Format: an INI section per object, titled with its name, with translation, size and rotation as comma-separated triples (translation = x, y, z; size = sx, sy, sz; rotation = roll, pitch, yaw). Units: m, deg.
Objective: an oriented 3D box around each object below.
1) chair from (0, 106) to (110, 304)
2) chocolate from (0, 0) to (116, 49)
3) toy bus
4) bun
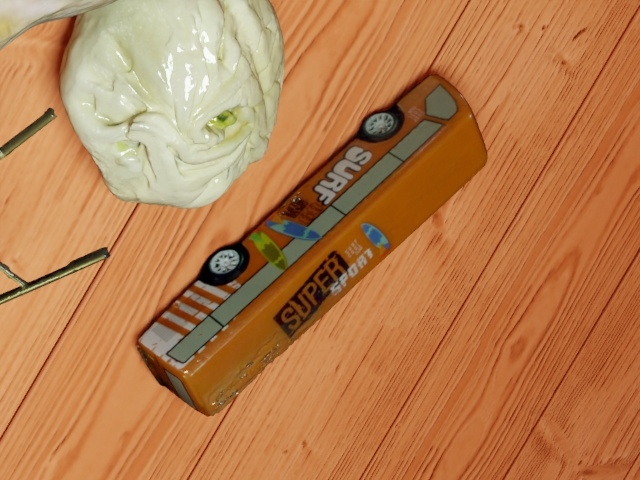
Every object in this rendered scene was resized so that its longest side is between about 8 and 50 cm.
[chair]
translation = -0.327, 0.031, 1.424
size = 0.160, 0.170, 0.326
rotation = -6, 161, -46
[chocolate]
translation = -0.235, -0.209, 1.366
size = 0.309, 0.134, 0.134
rotation = -35, 133, -26
[toy bus]
translation = 0.000, 0.000, 1.743
size = 0.409, 0.092, 0.093
rotation = -43, 138, -15
[bun]
translation = -0.114, -0.128, 1.511
size = 0.229, 0.145, 0.229
rotation = -24, 134, -28
